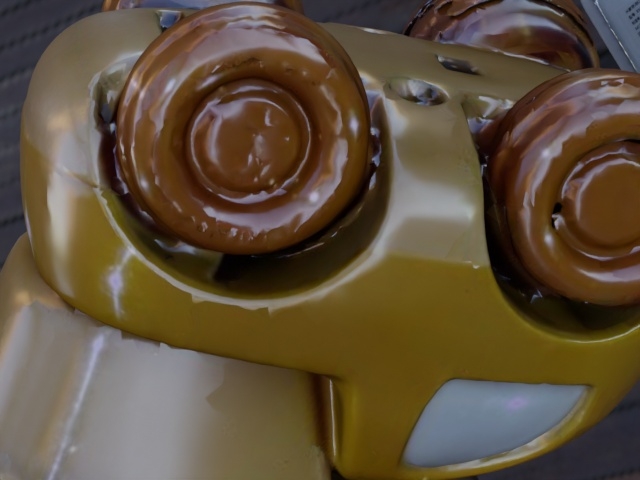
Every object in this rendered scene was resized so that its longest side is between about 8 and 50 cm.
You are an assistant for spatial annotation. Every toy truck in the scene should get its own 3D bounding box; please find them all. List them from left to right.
[{"bbox_3d":[0.000,0.000,0.625,0.204,0.288,0.211,-115,36,-66],"label":"toy truck"}]

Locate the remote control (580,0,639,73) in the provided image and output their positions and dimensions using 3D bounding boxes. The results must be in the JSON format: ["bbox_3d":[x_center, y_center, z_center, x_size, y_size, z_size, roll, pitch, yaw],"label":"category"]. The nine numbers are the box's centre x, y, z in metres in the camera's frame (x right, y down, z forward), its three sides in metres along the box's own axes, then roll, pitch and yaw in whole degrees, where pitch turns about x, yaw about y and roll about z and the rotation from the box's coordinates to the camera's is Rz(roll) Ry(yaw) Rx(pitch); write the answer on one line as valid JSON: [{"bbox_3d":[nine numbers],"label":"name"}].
[{"bbox_3d":[0.255,-0.080,1.085,0.067,0.261,0.029,-42,21,-16],"label":"remote control"}]
